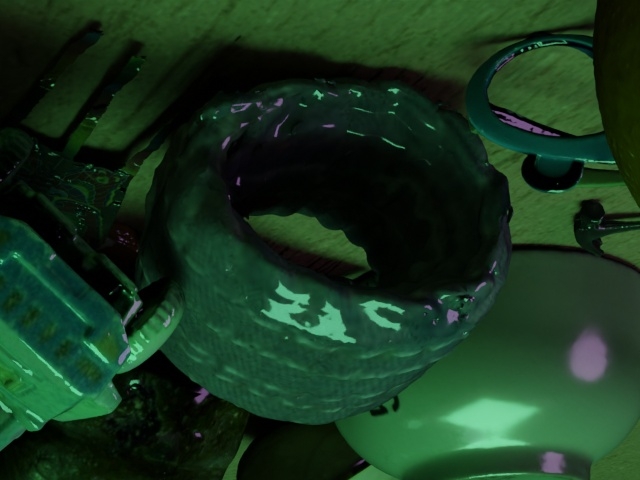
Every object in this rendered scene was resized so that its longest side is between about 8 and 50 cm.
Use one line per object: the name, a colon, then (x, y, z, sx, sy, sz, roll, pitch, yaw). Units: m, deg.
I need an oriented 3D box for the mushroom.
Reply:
mushroom: (0.033, 0.300, 1.464, 0.212, 0.217, 0.292, 34, 170, 46)

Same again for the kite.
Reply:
kite: (-0.176, -0.063, 0.782, 0.152, 0.015, 0.285, 20, 146, -30)

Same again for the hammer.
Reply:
hammer: (0.315, -0.014, 0.940, 0.201, 0.021, 0.078, -3, 155, 3)

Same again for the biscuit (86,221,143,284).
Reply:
biscuit: (-0.170, 0.023, 0.959, 0.205, 0.031, 0.138, -12, 153, 14)

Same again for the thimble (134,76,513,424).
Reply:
thimble: (0.000, 0.000, 0.740, 0.236, 0.205, 0.172, 19, 146, -10)

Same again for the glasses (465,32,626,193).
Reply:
glasses: (0.212, -0.088, 0.737, 0.239, 0.102, 0.207, -5, -178, 2)

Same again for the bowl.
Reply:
bowl: (0.167, 0.162, 1.102, 0.354, 0.185, 0.354, -2, 155, -1)

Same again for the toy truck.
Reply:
toy truck: (-0.215, 0.050, 0.677, 0.155, 0.156, 0.279, 47, 149, -19)

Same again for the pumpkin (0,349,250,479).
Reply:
pumpkin: (-0.232, 0.167, 0.912, 0.325, 0.232, 0.242, 8, 163, 38)

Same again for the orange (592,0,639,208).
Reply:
orange: (0.256, -0.084, 0.502, 0.274, 0.274, 0.274, -2, 154, -1)

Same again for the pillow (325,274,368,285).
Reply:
pillow: (-0.068, 0.059, 0.972, 0.141, 0.055, 0.208, -15, 168, 38)
